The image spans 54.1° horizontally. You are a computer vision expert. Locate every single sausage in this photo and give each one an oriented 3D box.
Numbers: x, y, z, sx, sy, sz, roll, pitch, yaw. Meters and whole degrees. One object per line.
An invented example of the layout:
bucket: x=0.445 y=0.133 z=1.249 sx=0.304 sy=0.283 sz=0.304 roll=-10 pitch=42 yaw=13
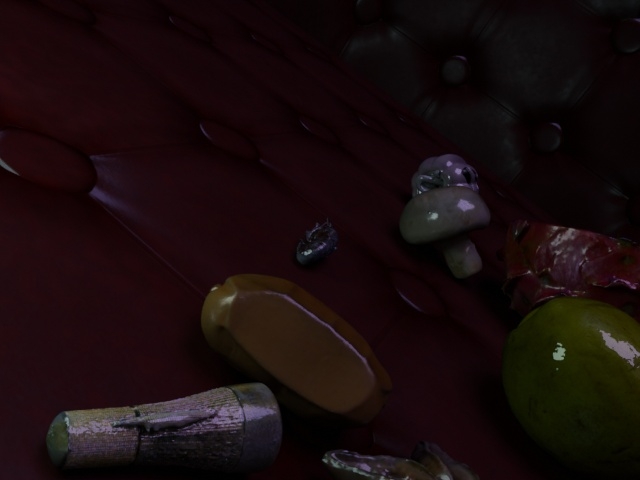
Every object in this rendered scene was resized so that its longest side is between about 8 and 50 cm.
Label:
sausage: x=-0.028 y=0.124 z=0.722 sx=0.241 sy=0.120 sz=0.136 roll=37 pitch=-10 yaw=-1

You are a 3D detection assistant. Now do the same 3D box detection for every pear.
pear: x=0.425 y=0.235 z=0.975 sx=0.307 sy=0.253 sz=0.253 roll=57 pitch=27 yaw=10

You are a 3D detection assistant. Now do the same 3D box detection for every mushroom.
mushroom: x=0.280 y=-0.030 z=1.407 sx=0.206 sy=0.209 sz=0.206 roll=-7 pitch=32 yaw=5

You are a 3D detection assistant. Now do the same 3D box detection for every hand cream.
hand cream: x=-0.135 y=0.168 z=0.556 sx=0.203 sy=0.084 sz=0.084 roll=9 pitch=33 yaw=-35

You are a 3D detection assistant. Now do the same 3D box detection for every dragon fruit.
dragon fruit: x=0.560 y=0.108 z=1.373 sx=0.386 sy=0.249 sz=0.371 roll=20 pitch=-6 yaw=-12

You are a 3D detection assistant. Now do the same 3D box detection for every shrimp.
shrimp: x=0.000 y=0.000 z=1.086 sx=0.057 sy=0.065 sz=0.165 roll=66 pitch=15 yaw=-10

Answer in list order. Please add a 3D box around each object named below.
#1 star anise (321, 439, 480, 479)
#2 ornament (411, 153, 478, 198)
star anise: x=0.141 y=0.319 z=0.598 sx=0.349 sy=0.109 sz=0.292 roll=34 pitch=28 yaw=24
ornament: x=0.325 y=-0.141 z=1.663 sx=0.177 sy=0.178 sz=0.177 roll=29 pitch=23 yaw=-14
